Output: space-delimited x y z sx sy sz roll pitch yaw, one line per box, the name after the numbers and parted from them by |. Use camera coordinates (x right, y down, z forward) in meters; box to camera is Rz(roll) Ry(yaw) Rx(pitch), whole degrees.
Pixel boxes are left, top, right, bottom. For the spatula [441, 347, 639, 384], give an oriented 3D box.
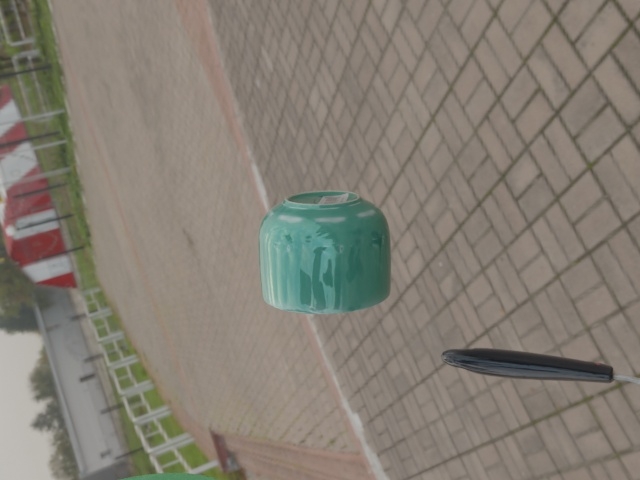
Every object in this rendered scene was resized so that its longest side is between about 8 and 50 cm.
0.237 0.113 0.549 0.084 0.296 0.030 31 -109 -76 | spatula

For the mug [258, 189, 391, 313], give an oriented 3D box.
-0.004 0.002 0.735 0.157 0.129 0.098 16 113 50 | mug

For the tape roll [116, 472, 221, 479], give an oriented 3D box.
-0.200 0.341 0.691 0.321 0.321 0.077 25 129 63 | tape roll
